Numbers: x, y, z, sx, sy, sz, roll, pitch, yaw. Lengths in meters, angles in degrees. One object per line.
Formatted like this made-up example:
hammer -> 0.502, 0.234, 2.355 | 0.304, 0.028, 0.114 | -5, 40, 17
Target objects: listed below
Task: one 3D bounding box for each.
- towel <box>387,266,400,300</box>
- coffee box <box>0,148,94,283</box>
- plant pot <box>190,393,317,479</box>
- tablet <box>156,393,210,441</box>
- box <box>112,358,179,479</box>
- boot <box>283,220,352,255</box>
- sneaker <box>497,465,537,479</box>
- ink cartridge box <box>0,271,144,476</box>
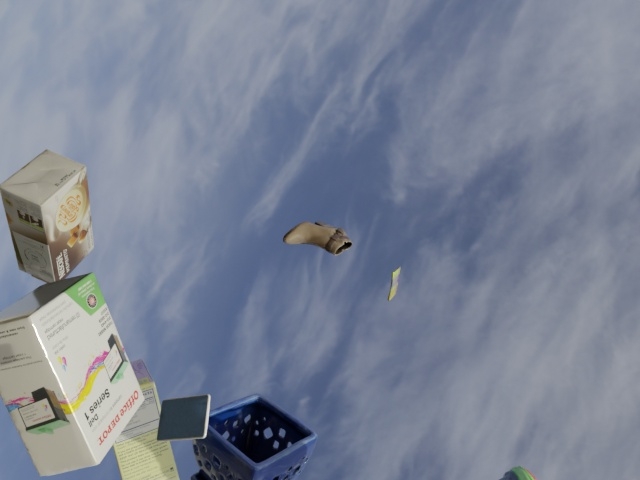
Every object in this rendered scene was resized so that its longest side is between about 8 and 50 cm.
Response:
towel -> 0.192, 0.114, 1.465 | 0.010, 0.060, 0.083 | 15, -70, 22
coffee box -> -0.558, -0.042, 1.158 | 0.098, 0.246, 0.141 | 23, -136, 5
plant pot -> -0.178, 0.556, 1.408 | 0.236, 0.236, 0.211 | 22, -73, 36
tablet -> -0.176, 0.228, 0.719 | 0.083, 0.006, 0.054 | -14, -121, 27
box -> -0.430, 0.429, 1.300 | 0.214, 0.118, 0.242 | 7, -70, 66
boot -> 0.000, 0.000, 1.059 | 0.087, 0.119, 0.042 | 38, -45, 31
sneaker -> 0.298, 0.549, 1.016 | 0.202, 0.482, 0.185 | -26, -113, -23
ink cartridge box -> -0.437, 0.225, 0.968 | 0.117, 0.201, 0.277 | -14, -75, 10
